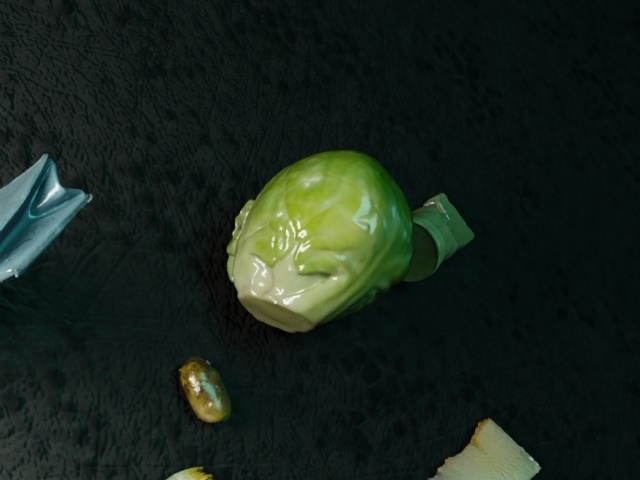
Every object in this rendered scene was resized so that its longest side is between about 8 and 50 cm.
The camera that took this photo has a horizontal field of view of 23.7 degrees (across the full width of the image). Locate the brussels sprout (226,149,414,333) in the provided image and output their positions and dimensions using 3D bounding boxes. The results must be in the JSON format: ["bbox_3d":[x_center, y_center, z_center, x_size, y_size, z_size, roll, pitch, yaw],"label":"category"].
[{"bbox_3d":[0.000,0.000,1.853,0.244,0.244,0.244,26,47,-32],"label":"brussels sprout"}]

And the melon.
[{"bbox_3d":[0.207,0.306,1.979,0.098,0.054,0.182,51,38,4],"label":"melon"}]

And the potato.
[{"bbox_3d":[-0.130,0.170,1.732,0.051,0.040,0.083,-22,79,-46],"label":"potato"}]

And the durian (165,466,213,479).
[{"bbox_3d":[-0.145,0.332,1.577,0.139,0.144,0.252,22,42,19],"label":"durian"}]

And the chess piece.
[{"bbox_3d":[0.156,-0.008,2.137,0.090,0.090,0.200,57,28,2],"label":"chess piece"}]

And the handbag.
[{"bbox_3d":[-0.340,0.021,1.470,0.062,0.229,0.179,49,39,-15],"label":"handbag"}]
